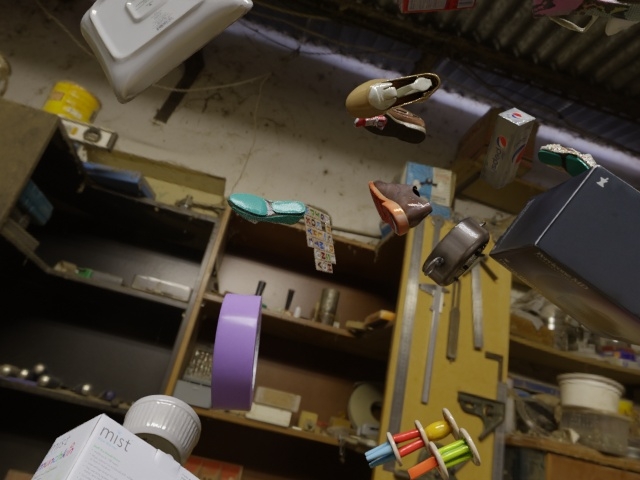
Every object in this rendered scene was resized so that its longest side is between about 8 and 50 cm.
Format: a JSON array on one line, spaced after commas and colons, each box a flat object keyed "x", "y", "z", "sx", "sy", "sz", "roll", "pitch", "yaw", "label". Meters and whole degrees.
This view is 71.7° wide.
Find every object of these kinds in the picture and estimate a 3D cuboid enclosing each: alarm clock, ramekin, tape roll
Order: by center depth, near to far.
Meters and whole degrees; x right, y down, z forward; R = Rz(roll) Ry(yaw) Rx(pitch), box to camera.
[{"x": 0.234, "y": 0.029, "z": 0.785, "sx": 0.192, "sy": 0.064, "sz": 0.129, "roll": -16, "pitch": -36, "yaw": -47, "label": "alarm clock"}, {"x": -0.201, "y": 0.271, "z": 1.089, "sx": 0.090, "sy": 0.275, "sz": 0.275, "roll": 4, "pitch": -22, "yaw": -4, "label": "tape roll"}, {"x": -0.431, "y": 0.525, "z": 1.168, "sx": 0.207, "sy": 0.109, "sz": 0.207, "roll": 1, "pitch": -67, "yaw": 2, "label": "ramekin"}]

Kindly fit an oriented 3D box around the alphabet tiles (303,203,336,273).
[{"x": 0.000, "y": 0.000, "z": 1.626, "sx": 0.009, "sy": 0.237, "sz": 0.198, "roll": -16, "pitch": -17, "yaw": 25, "label": "alphabet tiles"}]

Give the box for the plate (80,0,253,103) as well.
[{"x": -0.291, "y": -0.403, "z": 0.775, "sx": 0.277, "sy": 0.278, "sz": 0.045, "roll": -36, "pitch": -29, "yaw": 1, "label": "plate"}]

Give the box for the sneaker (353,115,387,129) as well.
[{"x": 0.167, "y": -0.384, "z": 1.439, "sx": 0.067, "sy": 0.118, "sz": 0.042, "roll": 43, "pitch": -34, "yaw": 24, "label": "sneaker"}]

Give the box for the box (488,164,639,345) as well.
[{"x": 0.520, "y": 0.042, "z": 0.833, "sx": 0.296, "sy": 0.183, "sz": 0.294, "roll": 38, "pitch": -1, "yaw": 9, "label": "box"}]

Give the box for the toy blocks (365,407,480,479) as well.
[{"x": 0.145, "y": 0.318, "z": 0.661, "sx": 0.148, "sy": 0.054, "sz": 0.123, "roll": -22, "pitch": 4, "yaw": -3, "label": "toy blocks"}]

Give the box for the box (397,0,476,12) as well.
[{"x": 0.188, "y": -0.501, "z": 0.670, "sx": 0.128, "sy": 0.123, "sz": 0.257, "roll": -5, "pitch": -35, "yaw": -1, "label": "box"}]

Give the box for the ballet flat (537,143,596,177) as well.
[{"x": 0.761, "y": -0.241, "z": 1.333, "sx": 0.077, "sy": 0.241, "sz": 0.091, "roll": -24, "pitch": -54, "yaw": -5, "label": "ballet flat"}]

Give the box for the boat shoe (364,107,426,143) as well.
[{"x": 0.277, "y": -0.481, "z": 1.764, "sx": 0.307, "sy": 0.105, "sz": 0.111, "roll": 18, "pitch": -33, "yaw": -20, "label": "boat shoe"}]

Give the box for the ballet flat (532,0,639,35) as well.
[{"x": 0.482, "y": -0.400, "z": 0.764, "sx": 0.221, "sy": 0.077, "sz": 0.079, "roll": 16, "pitch": -42, "yaw": 19, "label": "ballet flat"}]

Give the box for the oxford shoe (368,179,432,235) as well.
[{"x": 0.254, "y": -0.127, "z": 1.452, "sx": 0.132, "sy": 0.364, "sz": 0.130, "roll": -25, "pitch": -63, "yaw": 1, "label": "oxford shoe"}]

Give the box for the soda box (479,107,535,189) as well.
[{"x": 0.695, "y": -0.338, "z": 1.660, "sx": 0.098, "sy": 0.091, "sz": 0.286, "roll": 47, "pitch": -28, "yaw": 38, "label": "soda box"}]

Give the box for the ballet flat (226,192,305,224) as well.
[{"x": -0.166, "y": -0.082, "z": 1.337, "sx": 0.247, "sy": 0.083, "sz": 0.087, "roll": 4, "pitch": -39, "yaw": -26, "label": "ballet flat"}]

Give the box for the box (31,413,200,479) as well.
[{"x": -0.290, "y": 0.424, "z": 0.620, "sx": 0.126, "sy": 0.231, "sz": 0.262, "roll": -31, "pitch": -64, "yaw": 21, "label": "box"}]

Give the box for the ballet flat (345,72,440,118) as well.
[{"x": 0.164, "y": -0.328, "z": 0.974, "sx": 0.232, "sy": 0.080, "sz": 0.073, "roll": -23, "pitch": 10, "yaw": -22, "label": "ballet flat"}]
